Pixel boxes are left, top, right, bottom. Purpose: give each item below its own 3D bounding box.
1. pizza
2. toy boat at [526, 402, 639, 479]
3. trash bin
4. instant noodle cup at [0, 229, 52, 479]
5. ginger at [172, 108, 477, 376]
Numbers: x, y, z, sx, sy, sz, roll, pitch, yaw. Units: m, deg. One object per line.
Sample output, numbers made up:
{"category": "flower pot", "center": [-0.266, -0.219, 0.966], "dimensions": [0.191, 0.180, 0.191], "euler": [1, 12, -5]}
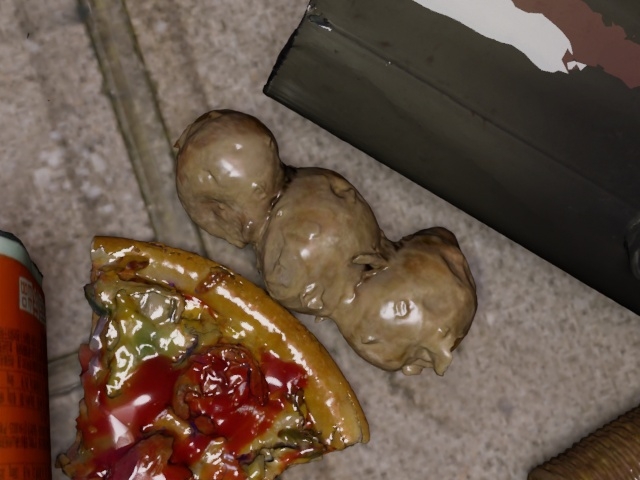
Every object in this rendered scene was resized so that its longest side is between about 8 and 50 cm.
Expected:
{"category": "pizza", "center": [-0.080, 0.111, 0.644], "dimensions": [0.201, 0.053, 0.193], "euler": [28, 83, -5]}
{"category": "toy boat", "center": [0.200, 0.157, 0.659], "dimensions": [0.310, 0.089, 0.115], "euler": [-25, 92, -9]}
{"category": "trash bin", "center": [0.138, -0.094, 0.611], "dimensions": [0.301, 0.203, 0.252], "euler": [30, 43, -3]}
{"category": "instant noodle cup", "center": [-0.244, 0.154, 0.528], "dimensions": [0.294, 0.294, 0.307], "euler": [2, 79, -7]}
{"category": "ginger", "center": [0.000, 0.000, 0.651], "dimensions": [0.204, 0.080, 0.104], "euler": [32, 50, -5]}
